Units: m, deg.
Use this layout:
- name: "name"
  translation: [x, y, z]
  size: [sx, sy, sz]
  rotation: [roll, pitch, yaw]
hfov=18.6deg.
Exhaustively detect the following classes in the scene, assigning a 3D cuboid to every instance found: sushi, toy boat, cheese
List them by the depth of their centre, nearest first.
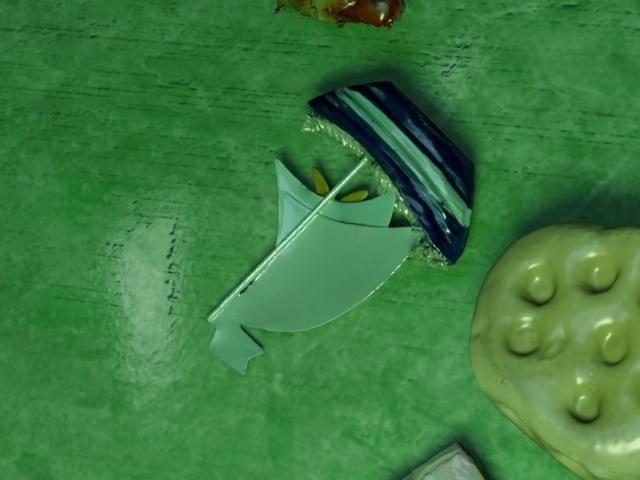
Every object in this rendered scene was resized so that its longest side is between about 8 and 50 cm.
- name: "cheese"
  translation: [0.237, 0.086, 1.590]
  size: [0.218, 0.117, 0.235]
  rotation: [-29, 62, 8]
- name: "toy boat"
  translation: [0.000, 0.000, 1.747]
  size: [0.291, 0.067, 0.220]
  rotation: [-45, 63, 5]
- name: "sushi"
  translation: [-0.003, -0.253, 1.816]
  size: [0.103, 0.097, 0.226]
  rotation: [-24, 49, -36]

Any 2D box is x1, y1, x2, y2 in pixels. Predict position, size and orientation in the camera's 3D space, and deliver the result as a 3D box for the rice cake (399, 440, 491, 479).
- name: "rice cake"
  translation: [0.151, 0.308, 1.581]
  size: [0.106, 0.050, 0.298]
  rotation: [-36, 62, 7]
